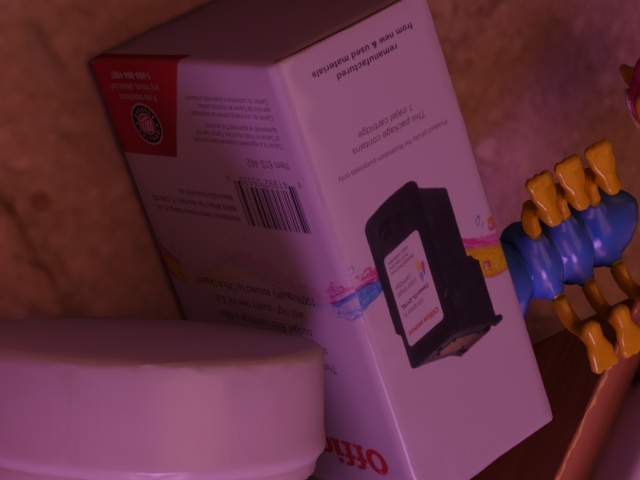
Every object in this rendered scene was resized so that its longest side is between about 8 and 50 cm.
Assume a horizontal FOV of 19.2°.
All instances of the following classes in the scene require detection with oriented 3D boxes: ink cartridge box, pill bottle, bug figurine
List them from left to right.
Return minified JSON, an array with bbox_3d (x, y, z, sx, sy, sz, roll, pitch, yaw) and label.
[{"bbox_3d":[-0.067,0.182,0.652,0.169,0.169,0.301,-1,95,-35],"label":"pill bottle"},{"bbox_3d":[0.000,0.000,0.707,0.072,0.127,0.175,-30,112,-30],"label":"ink cartridge box"},{"bbox_3d":[0.102,-0.100,0.758,0.216,0.072,0.279,-25,106,-17],"label":"bug figurine"}]

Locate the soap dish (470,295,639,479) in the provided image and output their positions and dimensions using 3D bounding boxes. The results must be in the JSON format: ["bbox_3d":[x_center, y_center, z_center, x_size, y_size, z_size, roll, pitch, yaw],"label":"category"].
[{"bbox_3d":[0.130,0.201,0.826,0.229,0.118,0.291,35,74,-33],"label":"soap dish"}]
